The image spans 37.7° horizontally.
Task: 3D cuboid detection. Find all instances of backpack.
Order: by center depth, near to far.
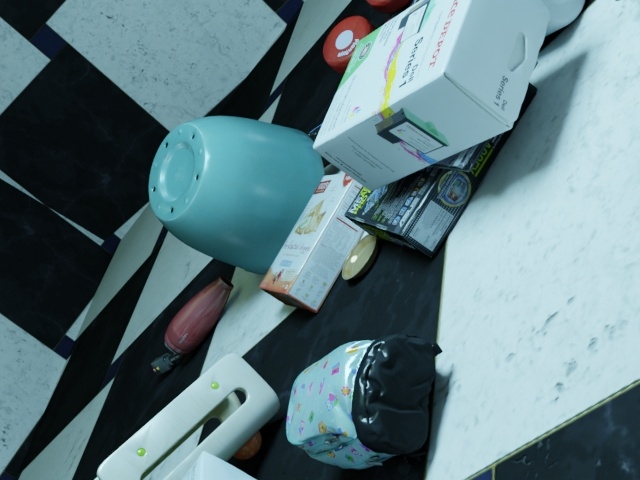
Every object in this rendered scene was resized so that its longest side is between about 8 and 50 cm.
[{"bbox_3d":[0.043,0.184,1.044,0.182,0.115,0.152,-37,28,54],"label":"backpack"}]

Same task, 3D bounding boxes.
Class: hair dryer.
[{"bbox_3d":[-0.276,0.153,2.023,0.293,0.080,0.224,-35,27,49],"label":"hair dryer"}]

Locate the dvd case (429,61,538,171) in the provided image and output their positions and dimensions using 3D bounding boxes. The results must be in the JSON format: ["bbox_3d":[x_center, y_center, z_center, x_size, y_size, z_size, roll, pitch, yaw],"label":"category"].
[{"bbox_3d":[0.181,-0.169,1.245,0.165,0.018,0.221,-57,22,-4],"label":"dvd case"}]

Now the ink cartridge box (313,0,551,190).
[{"bbox_3d":[0.137,-0.206,1.202,0.278,0.117,0.201,-22,40,54],"label":"ink cartridge box"}]

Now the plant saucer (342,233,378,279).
[{"bbox_3d":[0.064,0.027,1.428,0.083,0.015,0.083,-48,19,23],"label":"plant saucer"}]

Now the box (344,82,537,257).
[{"bbox_3d":[0.162,-0.119,1.322,0.270,0.060,0.216,-57,20,-4],"label":"box"}]

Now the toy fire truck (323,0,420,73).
[{"bbox_3d":[0.172,-0.331,1.583,0.302,0.169,0.254,-56,43,0],"label":"toy fire truck"}]

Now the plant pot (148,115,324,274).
[{"bbox_3d":[-0.175,-0.101,1.753,0.293,0.235,0.293,-18,65,44],"label":"plant pot"}]

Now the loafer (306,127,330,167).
[{"bbox_3d":[0.024,-0.177,1.801,0.220,0.078,0.080,-33,46,39],"label":"loafer"}]

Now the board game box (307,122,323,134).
[{"bbox_3d":[0.047,-0.239,1.879,0.168,0.033,0.133,-32,2,13],"label":"board game box"}]

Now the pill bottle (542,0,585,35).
[{"bbox_3d":[0.241,-0.332,1.346,0.264,0.146,0.146,-19,41,59],"label":"pill bottle"}]

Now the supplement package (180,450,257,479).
[{"bbox_3d":[-0.067,0.362,0.872,0.145,0.204,0.262,-53,17,12],"label":"supplement package"}]

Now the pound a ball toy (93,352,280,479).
[{"bbox_3d":[-0.186,0.308,1.359,0.319,0.136,0.208,-39,-8,-38],"label":"pound a ball toy"}]

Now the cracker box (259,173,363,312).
[{"bbox_3d":[0.000,0.000,1.564,0.232,0.067,0.155,-59,18,-10],"label":"cracker box"}]
